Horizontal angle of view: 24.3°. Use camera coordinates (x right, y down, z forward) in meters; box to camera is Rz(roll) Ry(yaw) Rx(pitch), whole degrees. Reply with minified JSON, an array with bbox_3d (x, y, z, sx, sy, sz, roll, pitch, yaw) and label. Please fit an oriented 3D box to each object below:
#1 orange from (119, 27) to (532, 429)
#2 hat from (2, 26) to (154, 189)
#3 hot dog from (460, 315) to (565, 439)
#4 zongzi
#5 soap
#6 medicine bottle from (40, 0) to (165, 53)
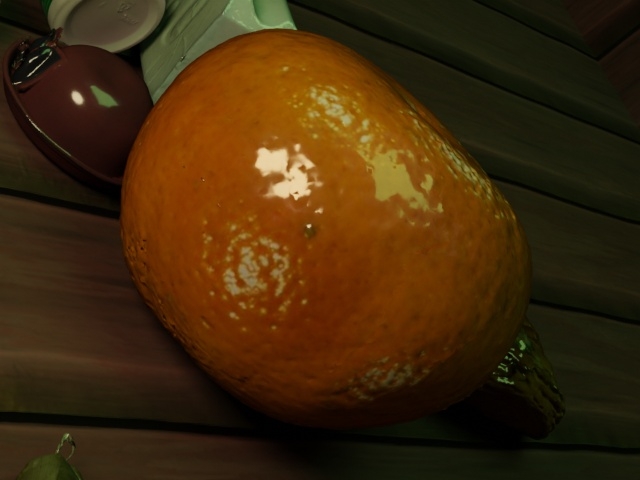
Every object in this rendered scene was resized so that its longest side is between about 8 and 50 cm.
[{"bbox_3d":[0.000,0.000,1.455,0.424,0.326,0.424,43,9,-8],"label":"orange"},{"bbox_3d":[-0.232,-0.142,1.535,0.205,0.089,0.205,36,30,-25],"label":"hat"},{"bbox_3d":[0.206,0.143,1.815,0.272,0.122,0.196,31,26,-31],"label":"hot dog"},{"bbox_3d":[-0.196,0.236,1.181,0.130,0.062,0.154,61,4,-27],"label":"zongzi"},{"bbox_3d":[-0.130,-0.260,1.718,0.095,0.173,0.289,33,22,-29],"label":"soap"},{"bbox_3d":[-0.277,-0.350,1.677,0.133,0.133,0.274,13,46,-50],"label":"medicine bottle"}]
